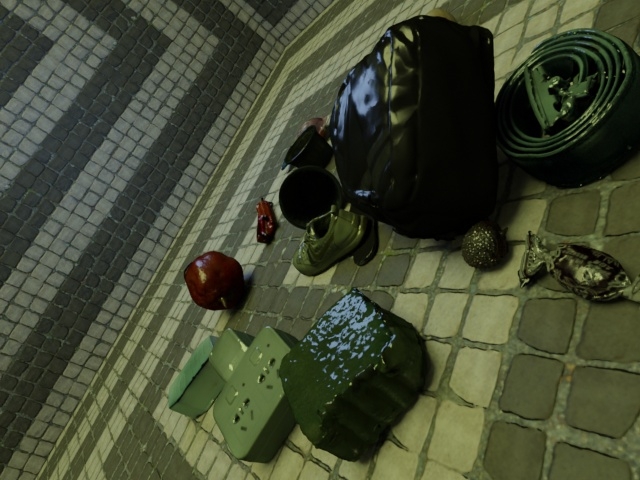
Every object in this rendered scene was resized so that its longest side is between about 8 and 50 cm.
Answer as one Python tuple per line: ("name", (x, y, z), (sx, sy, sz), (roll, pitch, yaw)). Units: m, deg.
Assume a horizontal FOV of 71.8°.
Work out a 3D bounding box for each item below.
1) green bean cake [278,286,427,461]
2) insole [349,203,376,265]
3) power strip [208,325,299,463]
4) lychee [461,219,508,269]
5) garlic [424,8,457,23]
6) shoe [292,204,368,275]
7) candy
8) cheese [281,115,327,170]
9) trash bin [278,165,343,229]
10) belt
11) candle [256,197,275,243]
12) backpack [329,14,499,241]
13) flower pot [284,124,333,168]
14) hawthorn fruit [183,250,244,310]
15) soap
("green bean cake", (0.053, 0.206, 0.722), (0.227, 0.125, 0.222), (-52, 23, 4))
("insole", (0.108, -0.062, 1.067), (0.110, 0.012, 0.309), (-42, 29, 33))
("power strip", (-0.123, 0.302, 0.952), (0.229, 0.141, 0.261), (-57, 39, 0))
("lychee", (0.253, 0.006, 0.677), (0.083, 0.068, 0.067), (-47, -15, 26))
("garlic", (0.281, -0.552, 1.236), (0.217, 0.110, 0.228), (-58, 25, -11))
("shoe", (0.000, 0.000, 1.080), (0.275, 0.098, 0.103), (-39, 27, 45))
("candy", (0.319, 0.046, 0.525), (0.094, 0.051, 0.226), (-57, 25, 5))
("cheese", (-0.065, -0.365, 1.661), (0.286, 0.074, 0.189), (-36, 31, 43))
("trash bin", (-0.029, -0.132, 1.242), (0.175, 0.175, 0.161), (-51, 13, 11))
("belt", (0.364, -0.209, 0.668), (0.206, 0.116, 0.268), (-45, 30, 33))
("candle", (-0.202, -0.083, 1.588), (0.084, 0.059, 0.302), (-40, 28, 12))
("backpack", (0.151, -0.187, 0.827), (0.445, 0.254, 0.363), (-161, 68, -72))
("flower pot", (-0.032, -0.292, 1.480), (0.157, 0.107, 0.157), (-43, 25, 26))
("hawthorn fruit", (-0.334, 0.140, 1.413), (0.189, 0.189, 0.251), (-54, 29, 4))
("soap", (-0.324, 0.370, 1.232), (0.230, 0.091, 0.145), (-56, 25, 3))
